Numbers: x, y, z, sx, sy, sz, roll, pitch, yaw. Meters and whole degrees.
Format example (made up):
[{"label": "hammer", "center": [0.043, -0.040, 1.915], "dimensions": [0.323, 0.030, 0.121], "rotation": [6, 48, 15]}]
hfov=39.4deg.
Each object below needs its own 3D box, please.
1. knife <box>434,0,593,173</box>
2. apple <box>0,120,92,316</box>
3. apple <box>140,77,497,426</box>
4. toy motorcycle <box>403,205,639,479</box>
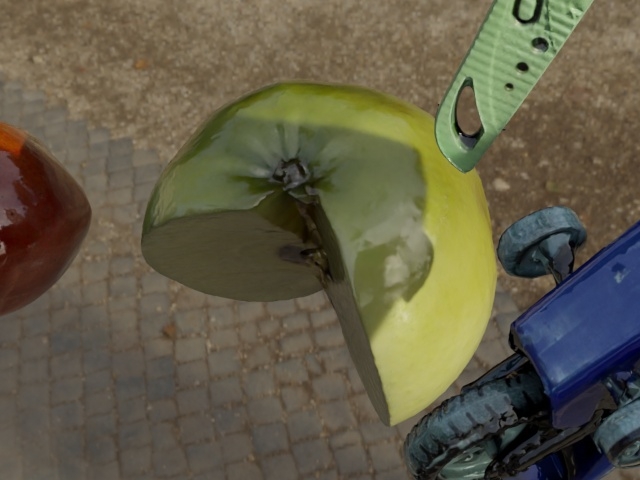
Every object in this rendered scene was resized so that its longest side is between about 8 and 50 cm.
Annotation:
[{"label": "knife", "center": [0.112, -0.140, 0.333], "dimensions": [0.043, 0.293, 0.020], "rotation": [24, 38, -4]}, {"label": "apple", "center": [-0.371, -0.026, 0.962], "dimensions": [0.234, 0.234, 0.234], "rotation": [-2, 42, 2]}, {"label": "apple", "center": [0.016, -0.012, 0.756], "dimensions": [0.295, 0.258, 0.233], "rotation": [28, 68, 23]}, {"label": "toy motorcycle", "center": [0.173, 0.041, 0.421], "dimensions": [0.169, 0.315, 0.113], "rotation": [12, 43, -40]}]
